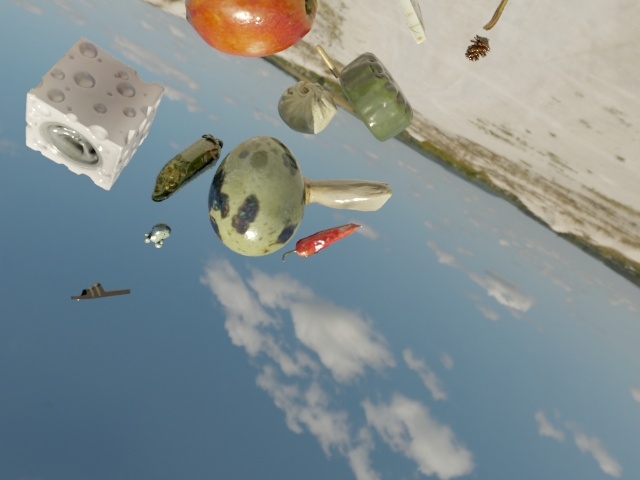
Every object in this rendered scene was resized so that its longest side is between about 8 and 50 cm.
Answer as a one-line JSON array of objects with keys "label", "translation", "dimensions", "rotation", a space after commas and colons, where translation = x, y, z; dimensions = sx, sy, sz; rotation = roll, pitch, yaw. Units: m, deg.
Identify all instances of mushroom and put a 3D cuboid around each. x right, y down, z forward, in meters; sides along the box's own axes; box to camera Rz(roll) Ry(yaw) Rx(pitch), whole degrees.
[{"label": "mushroom", "translation": [0.113, -0.210, 2.263], "dimensions": [0.408, 0.137, 0.154], "rotation": [5, 170, 5]}]

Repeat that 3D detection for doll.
[{"label": "doll", "translation": [-0.521, -0.023, 1.597], "dimensions": [0.076, 0.083, 0.050], "rotation": [29, -152, -60]}]

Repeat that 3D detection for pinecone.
[{"label": "pinecone", "translation": [0.666, -0.813, 2.122], "dimensions": [0.102, 0.109, 0.102], "rotation": [42, -179, -1]}]

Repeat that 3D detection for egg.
[{"label": "egg", "translation": [-0.219, -0.155, 1.772], "dimensions": [0.345, 0.427, 0.345], "rotation": [17, -169, -3]}]

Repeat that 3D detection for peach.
[{"label": "peach", "translation": [-0.196, -0.660, 1.374], "dimensions": [0.372, 0.373, 0.289], "rotation": [44, 157, 38]}]

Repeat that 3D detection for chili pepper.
[{"label": "chili pepper", "translation": [0.000, 0.000, 1.535], "dimensions": [0.050, 0.268, 0.059], "rotation": [60, -171, -61]}]

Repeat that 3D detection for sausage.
[{"label": "sausage", "translation": [0.026, -0.618, 1.726], "dimensions": [0.132, 0.024, 0.024], "rotation": [49, -174, -26]}]

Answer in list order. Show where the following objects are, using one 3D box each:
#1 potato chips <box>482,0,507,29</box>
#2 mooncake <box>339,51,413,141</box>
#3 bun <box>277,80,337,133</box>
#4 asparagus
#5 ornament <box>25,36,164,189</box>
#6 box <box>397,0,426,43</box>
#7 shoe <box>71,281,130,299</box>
[{"label": "potato chips", "translation": [0.586, -0.763, 1.629], "dimensions": [0.037, 0.204, 0.026], "rotation": [35, 174, -38]}, {"label": "mooncake", "translation": [0.237, -0.599, 2.078], "dimensions": [0.356, 0.194, 0.356], "rotation": [52, -163, -23]}, {"label": "bun", "translation": [-0.051, -0.517, 1.888], "dimensions": [0.231, 0.231, 0.133], "rotation": [38, 159, 20]}, {"label": "asparagus", "translation": [-0.459, -0.257, 1.725], "dimensions": [0.108, 0.128, 0.382], "rotation": [38, -146, -5]}, {"label": "ornament", "translation": [-0.599, -0.329, 1.331], "dimensions": [0.240, 0.239, 0.239], "rotation": [31, -123, -16]}, {"label": "box", "translation": [0.181, -0.558, 1.105], "dimensions": [0.220, 0.032, 0.122], "rotation": [41, -141, -51]}, {"label": "shoe", "translation": [-0.687, 0.153, 1.564], "dimensions": [0.179, 0.049, 0.071], "rotation": [-5, 179, -40]}]
